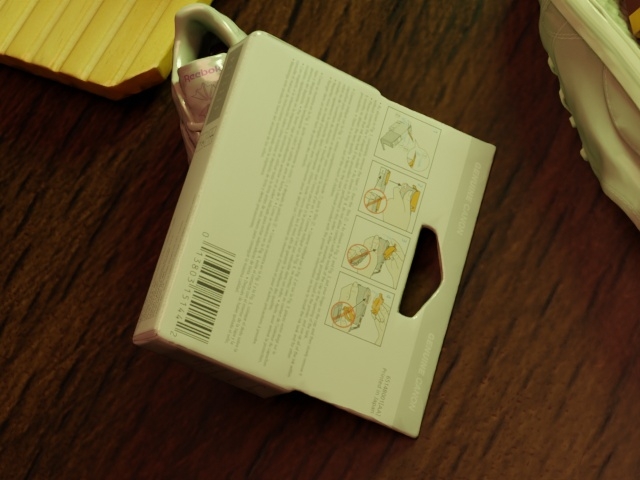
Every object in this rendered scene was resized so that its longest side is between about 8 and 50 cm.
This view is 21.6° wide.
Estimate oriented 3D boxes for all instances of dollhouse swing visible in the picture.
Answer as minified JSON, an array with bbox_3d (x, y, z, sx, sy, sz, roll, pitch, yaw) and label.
[{"bbox_3d":[-0.244,-0.375,1.700,0.347,0.315,0.305,20,55,27],"label":"dollhouse swing"}]

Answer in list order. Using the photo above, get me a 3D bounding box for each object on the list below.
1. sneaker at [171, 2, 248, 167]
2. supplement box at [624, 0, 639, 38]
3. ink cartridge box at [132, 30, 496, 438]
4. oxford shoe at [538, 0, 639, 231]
[{"bbox_3d":[-0.092,-0.084,1.573,0.114,0.152,0.305,-19,63,10],"label":"sneaker"},{"bbox_3d":[0.357,-0.265,1.438,0.129,0.191,0.194,-39,50,44],"label":"supplement box"},{"bbox_3d":[0.000,0.000,1.496,0.066,0.261,0.296,-22,48,62],"label":"ink cartridge box"},{"bbox_3d":[0.263,-0.141,1.472,0.130,0.169,0.449,-52,49,36],"label":"oxford shoe"}]
